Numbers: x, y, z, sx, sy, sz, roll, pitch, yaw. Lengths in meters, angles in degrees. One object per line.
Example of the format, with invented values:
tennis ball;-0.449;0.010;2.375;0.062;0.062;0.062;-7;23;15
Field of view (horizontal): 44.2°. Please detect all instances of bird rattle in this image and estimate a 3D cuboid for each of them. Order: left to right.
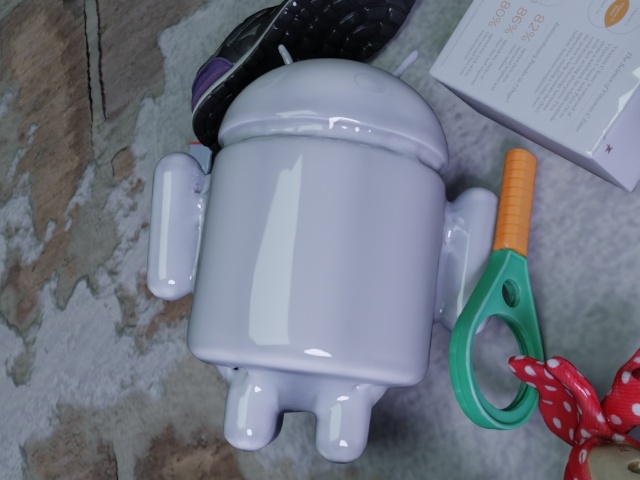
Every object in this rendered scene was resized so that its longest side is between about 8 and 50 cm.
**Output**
bird rattle;0.184;0.187;0.487;0.253;0.143;0.206;-125;32;-70

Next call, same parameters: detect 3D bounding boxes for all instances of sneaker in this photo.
sneaker;-0.033;-0.223;0.827;0.283;0.107;0.124;-35;43;17

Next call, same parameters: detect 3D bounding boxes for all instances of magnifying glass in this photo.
magnifying glass;0.148;0.034;0.623;0.026;0.092;0.230;-18;54;49

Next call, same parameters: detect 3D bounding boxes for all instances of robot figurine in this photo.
robot figurine;0.000;0.000;0.665;0.300;0.200;0.353;8;79;-1

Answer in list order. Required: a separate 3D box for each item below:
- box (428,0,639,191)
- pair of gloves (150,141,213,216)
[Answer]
box;0.198;-0.140;0.623;0.170;0.091;0.130;40;102;39
pair of gloves;-0.122;-0.041;0.892;0.198;0.023;0.159;7;81;39
